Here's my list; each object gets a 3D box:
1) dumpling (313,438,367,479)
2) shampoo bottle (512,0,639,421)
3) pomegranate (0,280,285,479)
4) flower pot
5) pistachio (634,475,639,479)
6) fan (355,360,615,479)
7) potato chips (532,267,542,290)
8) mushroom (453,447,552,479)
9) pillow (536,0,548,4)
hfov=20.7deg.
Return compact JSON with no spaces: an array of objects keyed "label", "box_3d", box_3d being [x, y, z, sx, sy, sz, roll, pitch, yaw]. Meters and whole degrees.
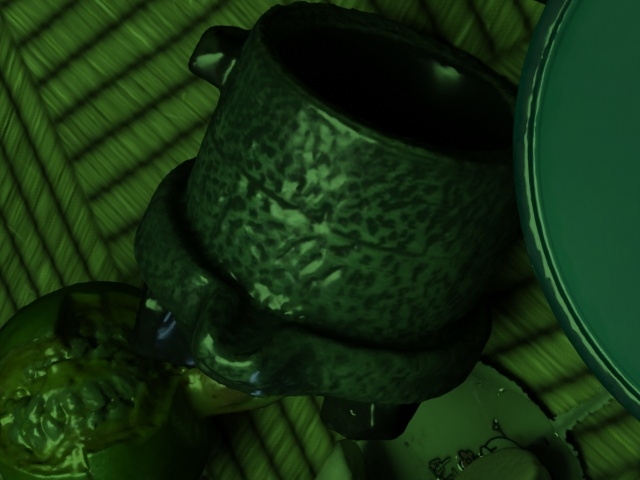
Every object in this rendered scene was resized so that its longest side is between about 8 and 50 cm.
[{"label":"dumpling","box_3d":[-0.022,0.337,1.489,0.187,0.318,0.243,32,166,31]},{"label":"shampoo bottle","box_3d":[0.337,-0.065,0.969,0.331,0.343,0.331,14,113,37]},{"label":"pomegranate","box_3d":[-0.159,0.138,1.570,0.302,0.236,0.236,-18,92,9]},{"label":"flower pot","box_3d":[0.000,0.000,1.308,0.299,0.299,0.282,39,121,26]},{"label":"pistachio","box_3d":[0.305,0.286,1.233,0.299,0.187,0.187,41,127,17]},{"label":"fan","box_3d":[0.175,0.163,1.400,0.233,0.012,0.415,55,133,9]},{"label":"potato chips","box_3d":[0.226,-0.122,1.239,0.080,0.057,0.407,29,121,16]},{"label":"mushroom","box_3d":[0.118,0.320,1.420,0.128,0.128,0.350,30,127,30]},{"label":"pillow","box_3d":[0.133,-0.282,1.271,0.212,0.052,0.208,24,121,35]}]
